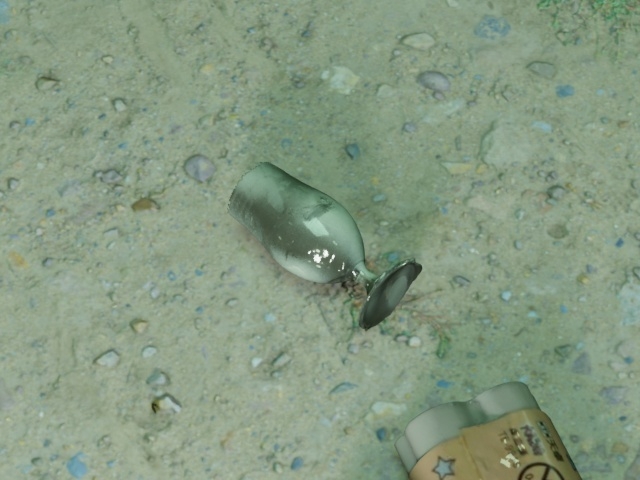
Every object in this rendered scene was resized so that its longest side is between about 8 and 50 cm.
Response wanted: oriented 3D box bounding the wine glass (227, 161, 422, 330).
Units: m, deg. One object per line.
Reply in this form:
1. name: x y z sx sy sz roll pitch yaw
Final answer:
1. wine glass: 0.000 0.000 2.157 0.222 0.103 0.103 37 63 20

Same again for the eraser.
1. eraser: 0.212 0.295 1.972 0.171 0.087 0.290 -17 58 -16
